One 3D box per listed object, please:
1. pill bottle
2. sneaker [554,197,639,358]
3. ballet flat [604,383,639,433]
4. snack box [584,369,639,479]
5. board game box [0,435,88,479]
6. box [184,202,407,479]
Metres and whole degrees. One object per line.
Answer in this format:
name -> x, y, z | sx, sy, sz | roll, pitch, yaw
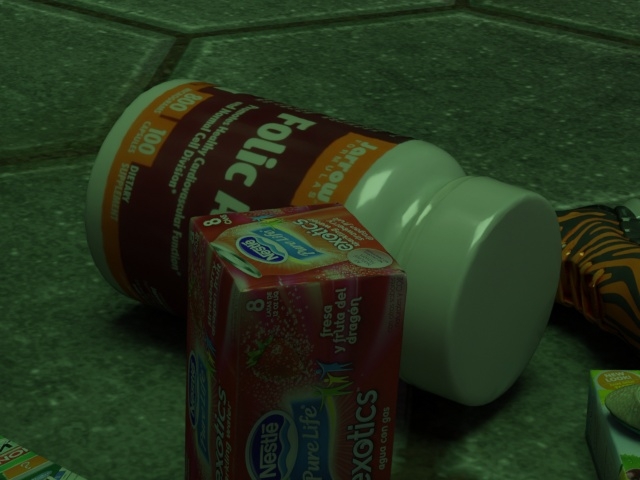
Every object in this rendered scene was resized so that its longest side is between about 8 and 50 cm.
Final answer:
pill bottle -> 0.000, 0.000, 1.395 | 0.392, 0.224, 0.224 | 18, 30, 32
sneaker -> 0.240, 0.048, 1.454 | 0.180, 0.124, 0.321 | -3, 14, 0
ballet flat -> 0.287, 0.132, 1.163 | 0.057, 0.052, 0.168 | -23, 33, -37
snack box -> 0.309, 0.177, 1.213 | 0.174, 0.070, 0.207 | 0, 24, -1
board game box -> -0.301, 0.238, 1.086 | 0.213, 0.046, 0.317 | 19, 31, 34
box -> -0.024, 0.116, 1.109 | 0.123, 0.257, 0.128 | -6, 26, -19
